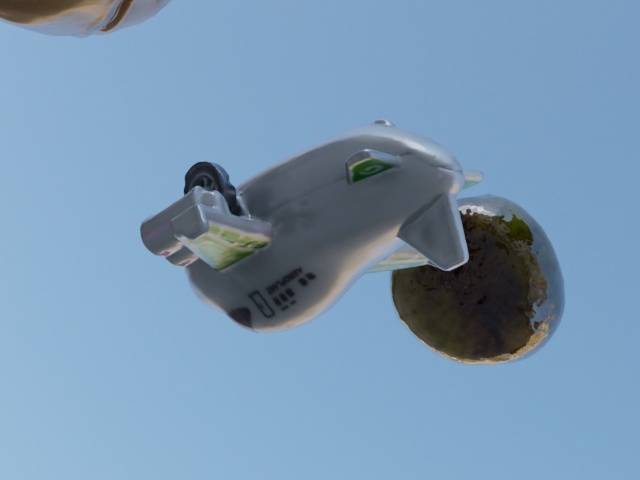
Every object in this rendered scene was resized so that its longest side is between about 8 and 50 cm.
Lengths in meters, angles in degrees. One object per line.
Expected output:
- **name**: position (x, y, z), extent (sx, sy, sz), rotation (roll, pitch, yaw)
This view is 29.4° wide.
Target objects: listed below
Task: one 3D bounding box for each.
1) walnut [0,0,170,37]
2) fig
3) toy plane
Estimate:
- **walnut**: position (-0.145, -0.194, 0.626), extent (0.206, 0.159, 0.159), rotation (55, -37, 28)
- **fig**: position (0.129, 0.034, 0.979), extent (0.153, 0.136, 0.121), rotation (39, 2, -24)
- **toy plane**: position (-0.001, -0.003, 0.587), extent (0.174, 0.174, 0.080), rotation (-27, -113, 46)
